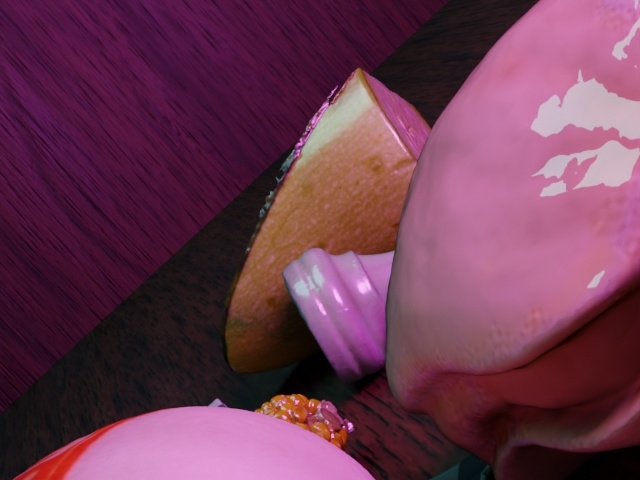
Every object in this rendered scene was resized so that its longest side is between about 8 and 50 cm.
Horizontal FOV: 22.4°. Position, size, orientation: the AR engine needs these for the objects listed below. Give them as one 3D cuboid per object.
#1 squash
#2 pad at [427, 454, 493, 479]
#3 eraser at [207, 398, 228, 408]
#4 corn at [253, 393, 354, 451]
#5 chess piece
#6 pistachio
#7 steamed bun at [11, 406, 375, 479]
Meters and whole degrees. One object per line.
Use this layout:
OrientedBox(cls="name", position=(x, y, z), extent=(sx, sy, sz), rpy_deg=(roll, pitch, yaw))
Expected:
OrientedBox(cls="squash", position=(0.000, 0.000, 1.762), extent=(0.309, 0.210, 0.234), rpy_deg=(-35, -18, 14))
OrientedBox(cls="pad", position=(0.050, 0.241, 1.158), extent=(0.174, 0.022, 0.233), rpy_deg=(-37, 11, 25))
OrientedBox(cls="eraser", position=(-0.118, 0.233, 1.632), extent=(0.124, 0.068, 0.210), rpy_deg=(-44, 11, -5))
OrientedBox(cls="corn", position=(-0.100, 0.258, 1.422), extent=(0.313, 0.102, 0.102), rpy_deg=(-44, 11, 7))
OrientedBox(cls="chess piece", position=(0.108, 0.021, 1.596), extent=(0.272, 0.139, 0.139), rpy_deg=(-30, 12, 0))
OrientedBox(cls="pistachio", position=(0.205, -0.017, 1.035), extent=(0.445, 0.281, 0.365), rpy_deg=(-53, 4, 42))
OrientedBox(cls="steamed bun", position=(-0.120, 0.254, 0.920), extent=(0.374, 0.241, 0.374), rpy_deg=(-58, -4, -7))
